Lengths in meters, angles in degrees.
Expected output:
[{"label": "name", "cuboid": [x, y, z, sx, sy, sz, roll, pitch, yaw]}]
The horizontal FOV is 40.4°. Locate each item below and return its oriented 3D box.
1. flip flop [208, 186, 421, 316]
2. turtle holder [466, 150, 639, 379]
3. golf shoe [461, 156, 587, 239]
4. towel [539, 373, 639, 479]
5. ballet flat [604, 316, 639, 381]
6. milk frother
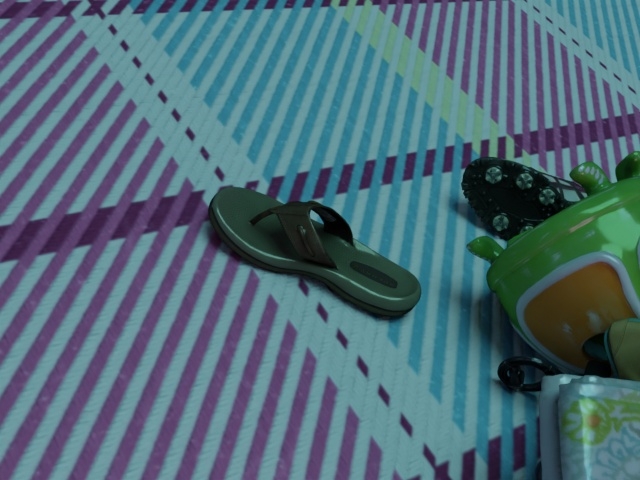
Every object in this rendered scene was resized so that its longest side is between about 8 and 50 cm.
[{"label": "flip flop", "cuboid": [0.000, 0.000, 1.045, 0.277, 0.080, 0.112, 27, 40, 3]}, {"label": "turtle holder", "cuboid": [0.351, 0.050, 1.080, 0.227, 0.243, 0.320, 60, 13, 16]}, {"label": "golf shoe", "cuboid": [0.323, -0.050, 1.265, 0.272, 0.105, 0.120, 23, 23, -10]}, {"label": "towel", "cuboid": [0.354, 0.311, 0.788, 0.320, 0.090, 0.375, 8, 67, -14]}, {"label": "ballet flat", "cuboid": [0.366, 0.187, 0.923, 0.080, 0.073, 0.232, -44, 117, -49]}, {"label": "milk frother", "cuboid": [0.257, 0.201, 0.953, 0.143, 0.129, 0.135, -8, 26, 32]}]
